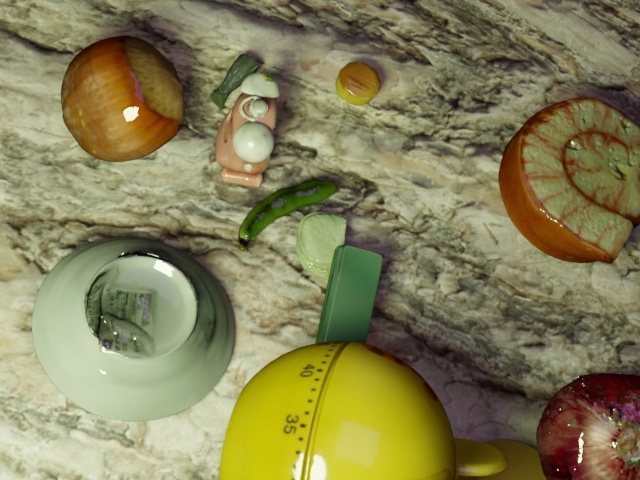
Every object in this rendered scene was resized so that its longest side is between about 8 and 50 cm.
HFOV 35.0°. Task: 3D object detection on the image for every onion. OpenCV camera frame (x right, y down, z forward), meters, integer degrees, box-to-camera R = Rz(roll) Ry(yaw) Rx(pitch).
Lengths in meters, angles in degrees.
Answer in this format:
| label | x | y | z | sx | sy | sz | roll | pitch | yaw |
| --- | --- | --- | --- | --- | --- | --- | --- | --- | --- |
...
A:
| label | x | y | z | sx | sy | sz | roll | pitch | yaw |
| --- | --- | --- | --- | --- | --- | --- | --- | --- | --- |
| onion | 0.472 | 0.331 | 1.651 | 0.252 | 0.219 | 0.252 | 0 | 84 | 2 |

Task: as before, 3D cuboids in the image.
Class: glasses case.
| label | x | y | z | sx | sy | sz | roll | pitch | yaw |
| --- | --- | --- | --- | --- | --- | --- | --- | --- | --- |
| glasses case | 0.046 | 0.104 | 1.675 | 0.078 | 0.039 | 0.184 | 15 | 80 | -21 |

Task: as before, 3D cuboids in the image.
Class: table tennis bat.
| label | x | y | z | sx | sy | sz | roll | pitch | yaw |
| --- | --- | --- | --- | --- | --- | --- | --- | --- | --- |
| table tennis bat | 0.262 | 0.410 | 1.637 | 0.321 | 0.050 | 0.198 | 12 | 63 | -17 |

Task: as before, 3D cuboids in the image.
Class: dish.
| label | x | y | z | sx | sy | sz | roll | pitch | yaw |
| --- | --- | --- | --- | --- | --- | --- | --- | --- | --- |
| dish | -0.277 | 0.116 | 1.558 | 0.317 | 0.106 | 0.316 | 7 | 65 | -16 |

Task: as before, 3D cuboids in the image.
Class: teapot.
| label | x | y | z | sx | sy | sz | roll | pitch | yaw |
| --- | --- | --- | --- | --- | --- | --- | --- | --- | --- |
| teapot | -0.158 | -0.285 | 1.823 | 0.043 | 0.043 | 0.110 | 35 | 62 | 0 |

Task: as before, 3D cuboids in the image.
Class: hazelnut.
| label | x | y | z | sx | sy | sz | roll | pitch | yaw |
| --- | --- | --- | --- | --- | --- | --- | --- | --- | --- |
| hazelnut | -0.329 | -0.232 | 1.667 | 0.214 | 0.176 | 0.214 | -6 | 66 | 13 |

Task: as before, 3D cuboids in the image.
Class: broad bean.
| label | x | y | z | sx | sy | sz | roll | pitch | yaw |
| --- | --- | --- | --- | --- | --- | --- | --- | --- | --- |
| broad bean | -0.066 | -0.052 | 1.745 | 0.069 | 0.039 | 0.227 | 42 | 61 | 18 |

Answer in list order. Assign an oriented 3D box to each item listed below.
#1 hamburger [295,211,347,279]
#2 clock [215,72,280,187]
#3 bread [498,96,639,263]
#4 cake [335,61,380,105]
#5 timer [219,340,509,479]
| label | x | y | z | sx | sy | sz | roll | pitch | yaw |
| --- | --- | --- | --- | --- | --- | --- | --- | --- | --- |
| hamburger | -0.001 | 0.002 | 1.737 | 0.084 | 0.054 | 0.121 | 15 | 60 | -7 |
| clock | -0.123 | -0.188 | 1.720 | 0.093 | 0.162 | 0.165 | 11 | 63 | -11 |
| bread | 0.495 | -0.122 | 1.925 | 0.295 | 0.114 | 0.328 | 44 | 61 | 6 |
| cake | 0.070 | -0.295 | 1.902 | 0.084 | 0.044 | 0.084 | 7 | 66 | -16 |
| timer | 0.063 | 0.320 | 1.423 | 0.387 | 0.376 | 0.376 | 9 | 61 | 12 |
